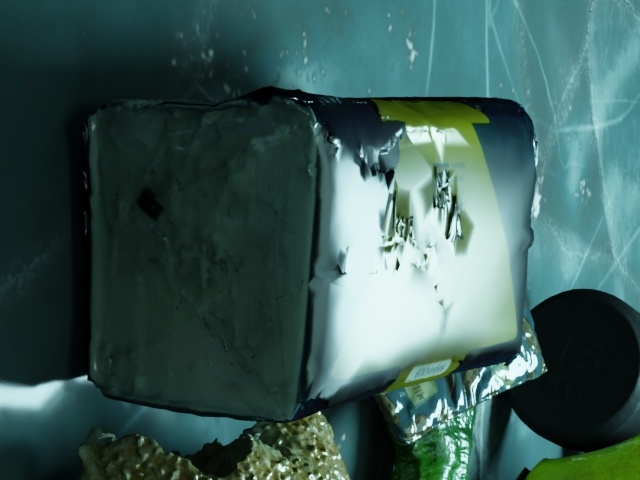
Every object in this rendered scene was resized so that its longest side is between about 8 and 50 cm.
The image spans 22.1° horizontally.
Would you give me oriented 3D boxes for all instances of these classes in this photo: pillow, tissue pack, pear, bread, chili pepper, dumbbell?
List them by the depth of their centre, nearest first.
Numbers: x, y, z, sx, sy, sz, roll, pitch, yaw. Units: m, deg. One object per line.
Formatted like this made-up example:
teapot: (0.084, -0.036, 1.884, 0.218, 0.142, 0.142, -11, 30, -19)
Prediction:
bread: (-0.070, 0.249, 1.386, 0.314, 0.171, 0.192, 12, 47, -55)
tissue pack: (0.000, 0.000, 1.443, 0.416, 0.253, 0.264, -4, 97, -57)
pillow: (0.134, 0.096, 1.773, 0.256, 0.034, 0.189, -21, 91, -38)
chili pepper: (0.123, 0.211, 1.819, 0.136, 0.099, 0.270, 35, 58, -65)
pear: (0.387, 0.315, 1.980, 0.292, 0.292, 0.159, 25, 48, -57)
dumbbell: (0.390, 0.197, 2.160, 0.322, 0.204, 0.203, 31, 67, -56)
